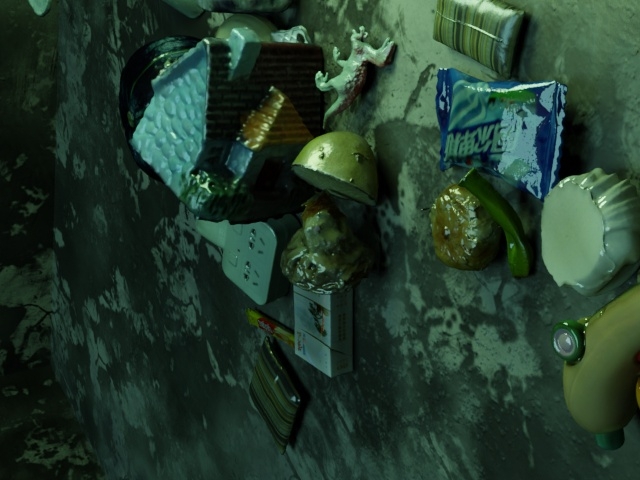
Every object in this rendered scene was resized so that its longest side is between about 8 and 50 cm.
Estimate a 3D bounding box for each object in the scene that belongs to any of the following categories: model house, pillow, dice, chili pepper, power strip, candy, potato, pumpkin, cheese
[{"bbox_3d":[-0.125,-0.258,2.047,0.297,0.360,0.339,46,125,30],"label":"model house"},{"bbox_3d":[-0.112,0.375,2.485,0.208,0.052,0.212,59,144,39],"label":"pillow"},{"bbox_3d":[-0.160,-0.565,2.135,0.182,0.183,0.181,21,116,54],"label":"dice"},{"bbox_3d":[0.285,-0.029,1.621,0.201,0.050,0.052,56,161,-15],"label":"chili pepper"},{"bbox_3d":[-0.156,-0.013,2.396,0.261,0.141,0.229,38,134,31],"label":"power strip"},{"bbox_3d":[0.274,-0.170,1.610,0.331,0.077,0.187,26,120,58],"label":"candy"},{"bbox_3d":[0.043,-0.151,1.974,0.202,0.182,0.117,51,-121,-79],"label":"potato"},{"bbox_3d":[0.246,-0.341,1.638,0.203,0.038,0.113,41,133,47],"label":"pillow"},{"bbox_3d":[-0.323,-0.298,2.426,0.363,0.266,0.363,35,132,50],"label":"pumpkin"},{"bbox_3d":[-0.124,-0.432,2.189,0.163,0.071,0.249,54,144,-5],"label":"cheese"}]

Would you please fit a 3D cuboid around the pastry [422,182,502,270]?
[{"bbox_3d":[0.241,-0.021,1.712,0.153,0.081,0.153,11,104,50],"label":"pastry"}]

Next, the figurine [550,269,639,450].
[{"bbox_3d":[0.444,0.164,1.377,0.324,0.124,0.222,-52,55,48],"label":"figurine"}]

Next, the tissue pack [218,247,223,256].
[{"bbox_3d":[-0.229,-0.009,2.559,0.094,0.059,0.074,59,147,32],"label":"tissue pack"}]

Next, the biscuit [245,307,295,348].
[{"bbox_3d":[-0.100,0.216,2.443,0.292,0.026,0.048,22,137,57],"label":"biscuit"}]

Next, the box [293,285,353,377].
[{"bbox_3d":[0.005,0.156,2.195,0.149,0.067,0.233,26,122,56],"label":"box"}]

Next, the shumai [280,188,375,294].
[{"bbox_3d":[0.000,0.000,2.011,0.206,0.166,0.175,13,140,40],"label":"shumai"}]

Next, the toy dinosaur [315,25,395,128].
[{"bbox_3d":[0.056,-0.300,1.966,0.167,0.053,0.242,42,126,38],"label":"toy dinosaur"}]

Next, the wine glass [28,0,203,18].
[{"bbox_3d":[-0.484,-0.647,2.453,0.267,0.406,0.267,29,126,51],"label":"wine glass"}]

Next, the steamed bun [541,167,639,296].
[{"bbox_3d":[0.389,-0.014,1.430,0.183,0.106,0.182,179,90,-66],"label":"steamed bun"}]
